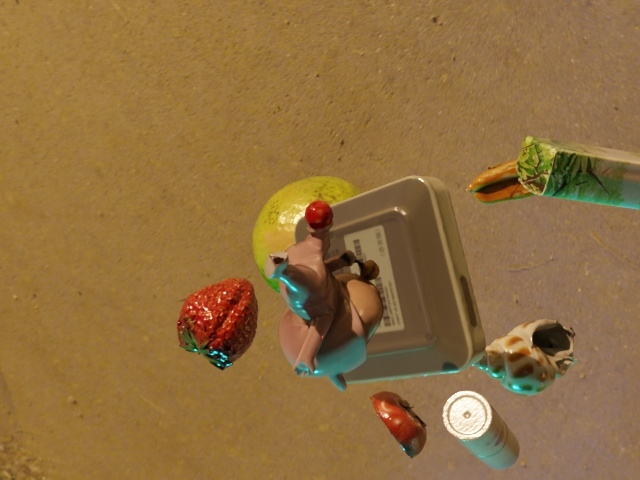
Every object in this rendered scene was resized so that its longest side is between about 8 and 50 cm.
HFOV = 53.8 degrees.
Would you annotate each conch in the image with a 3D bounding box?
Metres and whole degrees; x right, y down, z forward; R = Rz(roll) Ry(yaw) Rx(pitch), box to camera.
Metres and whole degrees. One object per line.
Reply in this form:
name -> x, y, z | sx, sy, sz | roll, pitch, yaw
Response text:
conch -> 0.502, 0.292, 1.563 | 0.149, 0.275, 0.182 | -20, 69, 54

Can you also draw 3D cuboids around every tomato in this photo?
tomato -> 0.257, 0.559, 1.977 | 0.101, 0.228, 0.228 | -39, 98, 6

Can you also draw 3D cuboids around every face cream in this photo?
face cream -> 0.268, 0.315, 1.029 | 0.077, 0.077, 0.250 | -11, 149, 21

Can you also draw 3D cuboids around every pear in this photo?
pear -> 0.000, 0.000, 1.732 | 0.391, 0.391, 0.391 | 7, 115, 14

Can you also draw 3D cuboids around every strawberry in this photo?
strawberry -> -0.302, 0.236, 1.965 | 0.250, 0.288, 0.238 | 40, 151, -4

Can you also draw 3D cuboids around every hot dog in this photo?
hot dog -> 0.516, -0.161, 1.664 | 0.270, 0.072, 0.109 | -12, 104, 3

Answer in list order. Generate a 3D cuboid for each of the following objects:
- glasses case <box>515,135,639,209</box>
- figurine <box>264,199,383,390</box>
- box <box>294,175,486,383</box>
glasses case -> 0.389, -0.074, 0.785 | 0.272, 0.095, 0.062 | 8, 109, -9
figurine -> 0.012, 0.092, 0.952 | 0.186, 0.176, 0.287 | -20, 122, -3
box -> 0.117, 0.089, 1.248 | 0.373, 0.090, 0.367 | -19, 81, 41
